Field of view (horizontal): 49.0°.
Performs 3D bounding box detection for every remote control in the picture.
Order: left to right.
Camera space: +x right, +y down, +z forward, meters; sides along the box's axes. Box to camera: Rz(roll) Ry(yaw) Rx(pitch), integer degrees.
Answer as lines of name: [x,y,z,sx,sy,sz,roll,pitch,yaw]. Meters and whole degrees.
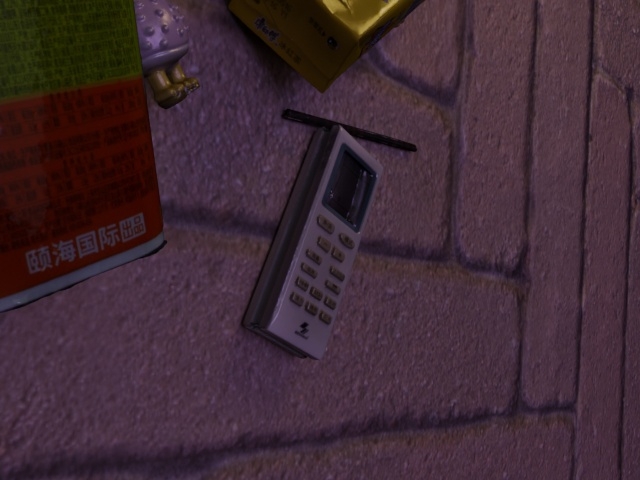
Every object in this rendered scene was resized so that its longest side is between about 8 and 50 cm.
remote control: [0.000,0.000,0.875,0.103,0.055,0.277,37,64,-40]

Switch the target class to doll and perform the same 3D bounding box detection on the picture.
doll: [-0.183,-0.229,0.675,0.207,0.081,0.129,66,29,-19]

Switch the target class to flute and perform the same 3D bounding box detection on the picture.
flute: [0.049,-0.148,0.960,0.269,0.014,0.014,6,85,-46]

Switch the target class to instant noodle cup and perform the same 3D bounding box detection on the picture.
instant noodle cup: [-0.252,-0.123,0.490,0.293,0.293,0.308,-26,115,-43]

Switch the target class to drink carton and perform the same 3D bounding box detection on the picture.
drink carton: [0.059,-0.343,0.871,0.154,0.111,0.351,42,56,-1]

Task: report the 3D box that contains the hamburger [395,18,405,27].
hamburger: [0.094,-0.342,0.989,0.076,0.044,0.083,54,55,-33]
